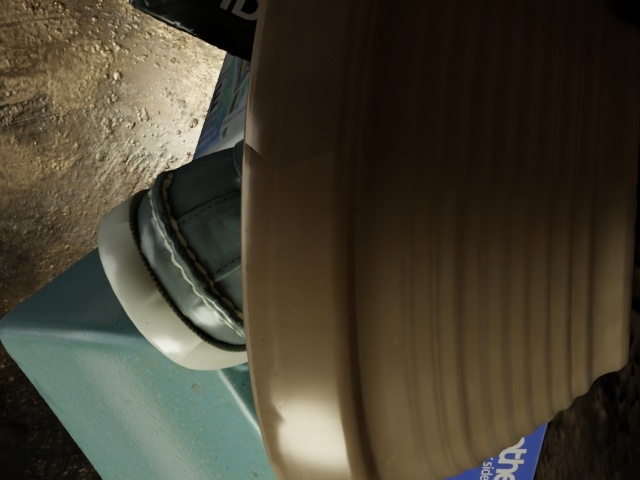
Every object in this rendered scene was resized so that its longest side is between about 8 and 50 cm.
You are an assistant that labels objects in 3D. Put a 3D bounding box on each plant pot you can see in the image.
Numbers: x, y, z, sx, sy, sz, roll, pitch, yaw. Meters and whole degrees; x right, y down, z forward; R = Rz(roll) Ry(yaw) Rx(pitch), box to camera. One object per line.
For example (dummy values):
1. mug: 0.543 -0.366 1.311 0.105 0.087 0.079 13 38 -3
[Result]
1. plant pot: -0.061 0.094 0.974 0.252 0.248 0.247 -6 120 57
2. plant pot: 0.057 -0.016 0.428 0.237 0.109 0.237 3 -90 -75

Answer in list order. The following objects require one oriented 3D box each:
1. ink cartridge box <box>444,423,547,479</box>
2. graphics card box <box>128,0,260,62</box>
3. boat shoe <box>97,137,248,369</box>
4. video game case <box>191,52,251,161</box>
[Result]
1. ink cartridge box: 0.055 0.147 0.642 0.046 0.097 0.207 -92 6 -56
2. graphics card box: 0.028 -0.284 0.566 0.371 0.094 0.233 -60 16 23
3. boat shoe: 0.012 -0.014 0.602 0.116 0.099 0.319 58 -159 6
4. video game case: 0.021 -0.203 0.723 0.329 0.036 0.300 -24 48 66
